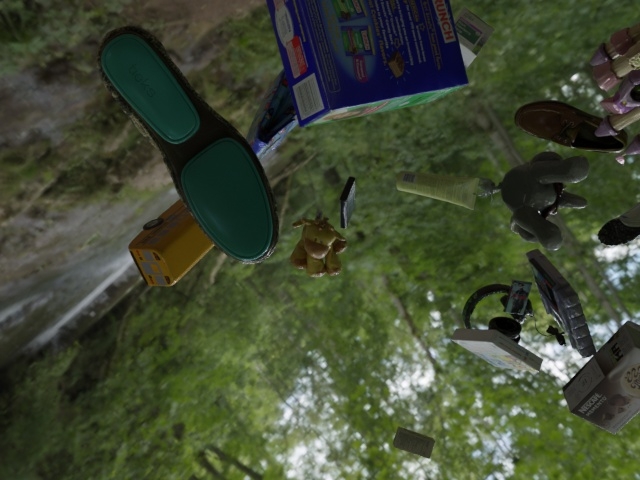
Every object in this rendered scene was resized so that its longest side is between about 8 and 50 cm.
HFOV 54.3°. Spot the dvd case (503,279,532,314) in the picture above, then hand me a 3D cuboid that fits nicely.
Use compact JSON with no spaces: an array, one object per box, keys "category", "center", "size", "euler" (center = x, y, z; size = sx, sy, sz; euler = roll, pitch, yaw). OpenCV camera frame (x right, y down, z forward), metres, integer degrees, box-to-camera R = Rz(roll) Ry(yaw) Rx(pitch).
[{"category":"dvd case","center":[0.689,0.198,2.181],"size":[0.013,0.087,0.119],"euler":[29,-73,62]}]

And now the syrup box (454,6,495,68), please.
[{"category":"syrup box","center":[0.337,-0.471,1.584],"size":[0.096,0.093,0.237],"euler":[-54,180,-14]}]

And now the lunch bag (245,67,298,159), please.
[{"category":"lunch bag","center":[-0.149,-0.340,1.834],"size":[0.293,0.138,0.221],"euler":[-57,-169,-23]}]

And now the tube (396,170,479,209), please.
[{"category":"tube","center":[0.343,-0.157,1.836],"size":[0.240,0.070,0.062],"euler":[13,-126,29]}]

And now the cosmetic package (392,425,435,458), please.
[{"category":"cosmetic package","center":[0.282,0.610,1.887],"size":[0.041,0.115,0.060],"euler":[80,30,-88]}]

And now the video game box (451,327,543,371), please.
[{"category":"video game box","center":[0.520,0.322,1.850],"size":[0.048,0.187,0.205],"euler":[-60,-165,-16]}]

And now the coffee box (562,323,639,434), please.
[{"category":"coffee box","center":[0.890,0.416,1.862],"size":[0.297,0.168,0.119],"euler":[-59,-173,28]}]

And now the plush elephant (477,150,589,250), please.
[{"category":"plush elephant","center":[0.666,-0.131,1.866],"size":[0.255,0.272,0.330],"euler":[0,-166,-40]}]

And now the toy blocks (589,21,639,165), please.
[{"category":"toy blocks","center":[0.745,-0.315,1.462],"size":[0.260,0.288,0.309],"euler":[-32,-155,45]}]

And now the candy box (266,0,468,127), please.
[{"category":"candy box","center":[0.085,-0.365,1.101],"size":[0.317,0.268,0.122],"euler":[-17,-176,-28]}]

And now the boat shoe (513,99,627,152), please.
[{"category":"boat shoe","center":[0.698,-0.316,1.738],"size":[0.104,0.307,0.111],"euler":[-61,161,-61]}]

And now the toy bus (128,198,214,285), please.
[{"category":"toy bus","center":[-0.310,-0.031,1.487],"size":[0.130,0.108,0.333],"euler":[-1,-148,32]}]

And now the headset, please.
[{"category":"headset","center":[0.741,0.314,2.385],"size":[0.185,0.394,0.243],"euler":[-109,-143,-64]}]

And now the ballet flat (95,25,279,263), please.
[{"category":"ballet flat","center":[-0.229,-0.179,1.174],"size":[0.164,0.483,0.182],"euler":[-35,-171,3]}]

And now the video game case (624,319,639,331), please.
[{"category":"video game case","center":[1.106,0.378,2.029],"size":[0.026,0.227,0.206],"euler":[-39,-150,-13]}]

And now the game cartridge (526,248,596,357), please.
[{"category":"game cartridge","center":[0.747,0.186,1.970],"size":[0.068,0.230,0.355],"euler":[-26,-162,10]}]

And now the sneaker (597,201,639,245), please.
[{"category":"sneaker","center":[0.899,-0.060,1.763],"size":[0.237,0.085,0.086],"euler":[-39,163,32]}]

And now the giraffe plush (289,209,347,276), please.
[{"category":"giraffe plush","center":[0.000,0.000,1.856],"size":[0.181,0.210,0.170],"euler":[-3,174,-7]}]

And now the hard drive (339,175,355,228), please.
[{"category":"hard drive","center":[0.081,-0.110,1.851],"size":[0.135,0.022,0.094],"euler":[86,22,-54]}]
